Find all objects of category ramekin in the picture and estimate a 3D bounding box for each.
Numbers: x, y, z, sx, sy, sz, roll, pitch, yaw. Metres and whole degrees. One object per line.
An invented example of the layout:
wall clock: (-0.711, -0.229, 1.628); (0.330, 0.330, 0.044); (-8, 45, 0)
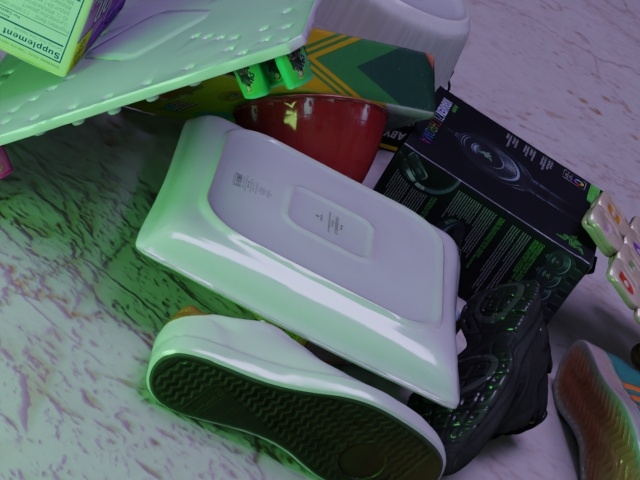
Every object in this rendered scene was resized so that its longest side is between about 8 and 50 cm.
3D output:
ramekin: (0.075, -0.300, 2.240); (0.273, 0.127, 0.273); (26, 25, -13)

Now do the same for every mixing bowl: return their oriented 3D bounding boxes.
mixing bowl: (-0.012, -0.099, 1.948); (0.181, 0.181, 0.098); (10, 76, -39)

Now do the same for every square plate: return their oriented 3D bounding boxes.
square plate: (0.000, 0.000, 1.725); (0.344, 0.049, 0.347); (28, 24, -8)

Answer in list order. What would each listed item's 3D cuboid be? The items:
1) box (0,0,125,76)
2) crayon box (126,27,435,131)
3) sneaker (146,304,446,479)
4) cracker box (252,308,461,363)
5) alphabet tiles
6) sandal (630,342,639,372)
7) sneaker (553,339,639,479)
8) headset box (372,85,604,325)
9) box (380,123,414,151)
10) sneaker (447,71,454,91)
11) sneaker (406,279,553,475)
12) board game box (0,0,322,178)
box: (-0.237, -0.322, 1.688); (0.117, 0.243, 0.213); (26, 28, -3)
crayon box: (-0.050, -0.186, 1.971); (0.318, 0.202, 0.081); (7, 78, -36)
sneaker: (-0.013, 0.134, 1.560); (0.290, 0.106, 0.123); (26, 28, -11)
cracker box: (0.024, 0.056, 1.789); (0.232, 0.067, 0.156); (3, 38, -46)
alphabet tiles: (0.408, 0.073, 2.051); (0.284, 0.021, 0.278); (56, 22, -4)
sandal: (0.432, 0.197, 2.034); (0.180, 0.049, 0.072); (42, 27, -14)
sneaker: (0.344, 0.215, 1.821); (0.121, 0.108, 0.302); (20, 26, -15)
headset box: (0.211, -0.032, 2.087); (0.283, 0.131, 0.246); (34, 26, 1)
box: (-0.012, -0.258, 2.303); (0.257, 0.079, 0.322); (13, 31, -38)
sneaker: (0.138, -0.285, 2.528); (0.124, 0.107, 0.283); (41, 26, -18)
sneaker: (0.182, 0.159, 1.739); (0.286, 0.109, 0.130); (-50, 123, -47)
board game box: (-0.168, -0.188, 1.716); (0.390, 0.390, 0.050); (-75, 147, -64)
